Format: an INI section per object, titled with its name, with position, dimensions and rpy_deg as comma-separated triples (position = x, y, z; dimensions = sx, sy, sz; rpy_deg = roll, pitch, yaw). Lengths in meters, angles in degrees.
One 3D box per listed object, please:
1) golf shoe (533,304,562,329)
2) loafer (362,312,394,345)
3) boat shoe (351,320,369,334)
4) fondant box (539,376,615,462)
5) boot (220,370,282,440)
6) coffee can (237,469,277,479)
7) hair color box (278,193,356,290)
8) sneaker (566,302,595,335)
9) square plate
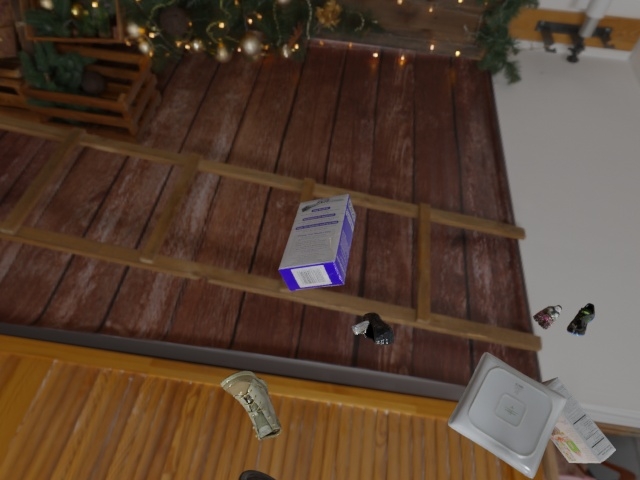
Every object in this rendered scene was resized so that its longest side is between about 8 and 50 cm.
[golf shoe]
position = 0.870, 0.290, 1.802
dimensions = 0.086, 0.068, 0.186
rpy_deg = -38, 162, 0
[loafer]
position = 0.182, 0.302, 1.627
dimensions = 0.223, 0.078, 0.076
rpy_deg = -147, -131, -74
[boat shoe]
position = 0.131, 0.279, 1.508
dimensions = 0.100, 0.035, 0.035
rpy_deg = -1, 72, -64
[fondant box]
position = 1.023, 0.759, 1.989
dimensions = 0.330, 0.096, 0.238
rpy_deg = 57, -15, 20
[boot]
position = -0.182, 0.453, 1.293
dimensions = 0.165, 0.077, 0.213
rpy_deg = 62, 6, 33
[coffee can]
position = -0.209, 0.819, 1.302
dimensions = 0.276, 0.201, 0.201
rpy_deg = -58, 177, -1
[hair color box]
position = 0.000, 0.000, 1.530
dimensions = 0.339, 0.185, 0.110
rpy_deg = -76, 150, -46
[sneaker]
position = 1.013, 0.305, 1.837
dimensions = 0.188, 0.067, 0.078
rpy_deg = -33, 126, -34
[square plate]
position = 0.727, 0.658, 1.830
dimensions = 0.344, 0.347, 0.049
rpy_deg = -54, 160, -20
